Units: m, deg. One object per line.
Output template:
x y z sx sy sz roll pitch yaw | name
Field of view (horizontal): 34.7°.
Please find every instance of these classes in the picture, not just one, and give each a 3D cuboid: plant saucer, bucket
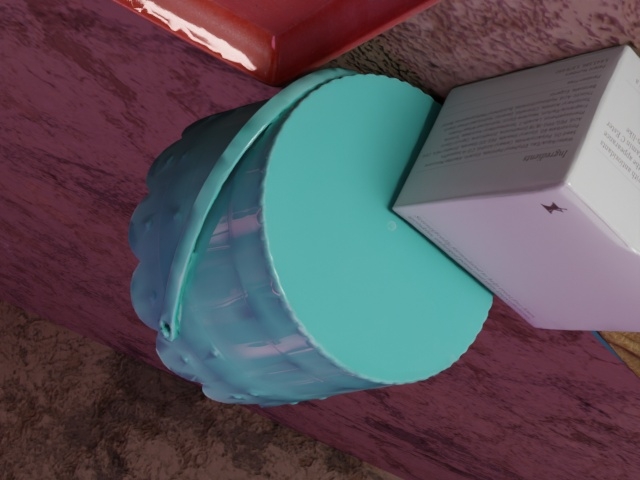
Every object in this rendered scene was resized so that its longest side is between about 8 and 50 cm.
-0.076 -0.210 0.699 0.259 0.047 0.258 25 162 -24 | plant saucer
0.000 0.000 0.841 0.281 0.281 0.183 38 150 -27 | bucket

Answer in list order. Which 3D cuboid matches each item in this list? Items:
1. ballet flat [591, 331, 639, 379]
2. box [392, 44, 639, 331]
0.350 0.108 0.927 0.124 0.116 0.342 -15 134 34 | ballet flat
0.187 -0.027 0.750 0.181 0.119 0.182 38 158 -26 | box
